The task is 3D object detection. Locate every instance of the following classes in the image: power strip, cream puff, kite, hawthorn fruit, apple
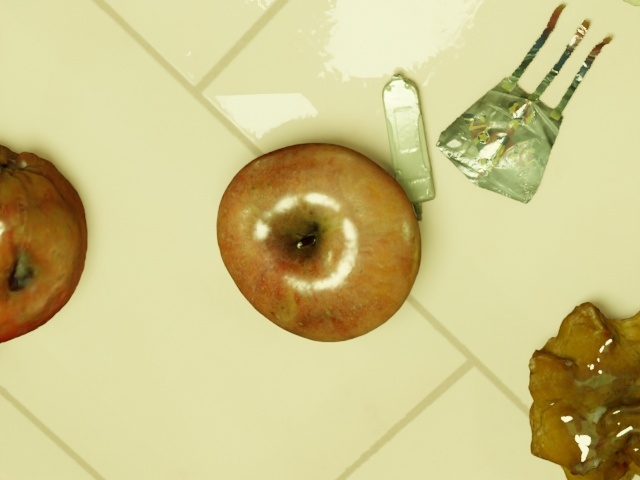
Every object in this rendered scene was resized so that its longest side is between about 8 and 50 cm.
[{"bbox_3d":[0.110,-0.114,1.665,0.047,0.030,0.191,-8,106,8],"label":"power strip"},{"bbox_3d":[0.367,0.200,1.676,0.241,0.155,0.269,12,102,-2],"label":"cream puff"},{"bbox_3d":[0.254,-0.166,1.639,0.141,0.015,0.245,31,112,-5],"label":"kite"},{"bbox_3d":[-0.418,0.003,1.662,0.258,0.258,0.262,38,126,-6],"label":"hawthorn fruit"},{"bbox_3d":[0.000,0.000,1.625,0.253,0.253,0.254,2,108,6],"label":"apple"}]

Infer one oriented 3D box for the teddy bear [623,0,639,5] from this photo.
[{"bbox_3d":[0.379,-0.518,1.459,0.327,0.362,0.375,-11,146,30],"label":"teddy bear"}]
